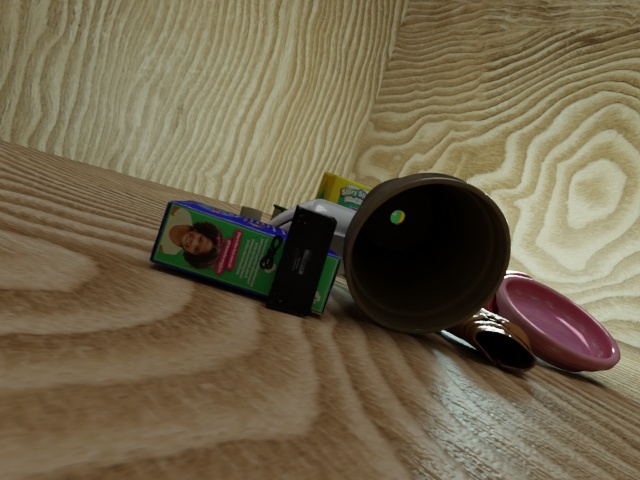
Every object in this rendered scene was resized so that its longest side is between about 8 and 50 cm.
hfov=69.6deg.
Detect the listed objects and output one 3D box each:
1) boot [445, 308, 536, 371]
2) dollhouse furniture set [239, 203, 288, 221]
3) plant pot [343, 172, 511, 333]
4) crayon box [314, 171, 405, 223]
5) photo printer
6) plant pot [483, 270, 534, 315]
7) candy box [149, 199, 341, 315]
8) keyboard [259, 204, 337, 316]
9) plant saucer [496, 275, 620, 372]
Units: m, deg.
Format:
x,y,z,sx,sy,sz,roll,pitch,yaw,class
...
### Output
x,y,z,sx,sy,sz,roll,pitch,yaw,class
0.316,0.190,1.001,0.283,0.109,0.220,27,10,10,boot
-0.236,-0.062,1.356,0.197,0.151,0.301,15,5,-37,dollhouse furniture set
0.195,-0.012,0.994,0.323,0.323,0.280,18,20,-11,plant pot
0.134,-0.051,1.733,0.363,0.313,0.106,17,5,-29,crayon box
0.000,0.000,1.205,0.307,0.107,0.256,16,-32,-41,photo printer
0.551,0.186,1.428,0.191,0.191,0.174,17,-4,-17,plant pot
-0.140,0.021,0.919,0.317,0.122,0.268,17,3,-8,candy box
-0.046,0.031,0.788,0.108,0.180,0.023,18,-5,-15,keyboard
0.606,0.225,1.216,0.332,0.084,0.332,19,28,-10,plant saucer
